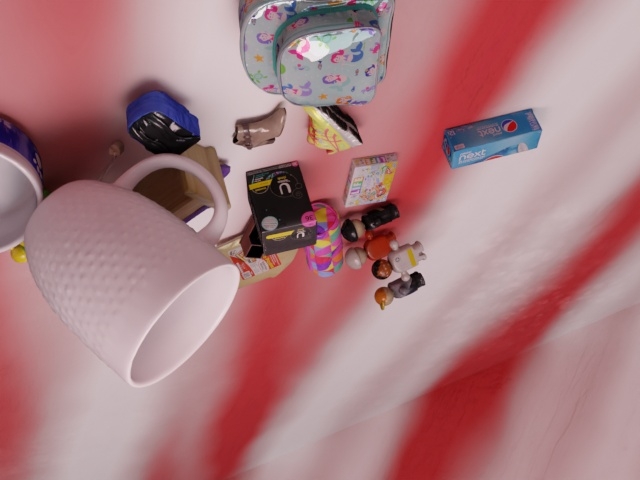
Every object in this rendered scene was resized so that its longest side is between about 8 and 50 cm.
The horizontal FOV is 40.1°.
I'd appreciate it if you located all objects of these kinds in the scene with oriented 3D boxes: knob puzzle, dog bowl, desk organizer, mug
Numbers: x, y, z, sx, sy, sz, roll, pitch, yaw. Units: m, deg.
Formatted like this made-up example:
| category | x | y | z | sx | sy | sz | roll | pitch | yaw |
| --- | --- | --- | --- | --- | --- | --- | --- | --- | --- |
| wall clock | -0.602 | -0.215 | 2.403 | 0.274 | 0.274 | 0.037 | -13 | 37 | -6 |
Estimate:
| category | x | y | z | sx | sy | sz | roll | pitch | yaw |
| --- | --- | --- | --- | --- | --- | --- | --- | --- | --- |
| knob puzzle | -0.142 | 0.025 | 2.135 | 0.213 | 0.030 | 0.213 | -12 | 138 | -11 |
| dog bowl | -0.625 | -0.098 | 1.544 | 0.264 | 0.104 | 0.265 | -9 | 136 | -8 |
| desk organizer | -0.140 | -0.020 | 2.024 | 0.047 | 0.050 | 0.130 | 6 | 132 | -29 |
| mug | -0.325 | 0.015 | 1.567 | 0.374 | 0.328 | 0.276 | -51 | 164 | -3 |

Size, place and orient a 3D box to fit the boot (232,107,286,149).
| category | x | y | z | sx | sy | sz | roll | pitch | yaw |
| --- | --- | --- | --- | --- | --- | --- | --- | --- | --- |
| boot | -0.124 | -0.221 | 1.733 | 0.087 | 0.042 | 0.118 | -1 | 146 | -23 |

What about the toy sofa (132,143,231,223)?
| category | x | y | z | sx | sy | sz | roll | pitch | yaw |
| --- | --- | --- | --- | --- | --- | --- | --- | --- | --- |
| toy sofa | -0.344 | -0.044 | 1.799 | 0.362 | 0.150 | 0.177 | -32 | 146 | 23 |

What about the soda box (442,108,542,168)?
| category | x | y | z | sx | sy | sz | roll | pitch | yaw |
| --- | --- | --- | --- | --- | --- | --- | --- | --- | --- |
| soda box | 0.385 | -0.228 | 1.972 | 0.210 | 0.067 | 0.071 | -14 | 150 | -6 |

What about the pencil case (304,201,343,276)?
| category | x | y | z | sx | sy | sz | roll | pitch | yaw |
| --- | --- | --- | --- | --- | --- | --- | --- | --- | --- |
| pencil case | 0.000 | 0.000 | 2.110 | 0.104 | 0.104 | 0.236 | -17 | 151 | -2 |

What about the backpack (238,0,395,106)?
| category | x | y | z | sx | sy | sz | roll | pitch | yaw |
| --- | --- | --- | --- | --- | --- | --- | --- | --- | --- |
| backpack | -0.011 | -0.337 | 1.449 | 0.253 | 0.191 | 0.225 | 2 | 144 | -3 |

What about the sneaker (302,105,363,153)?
| category | x | y | z | sx | sy | sz | roll | pitch | yaw |
| --- | --- | --- | --- | --- | --- | --- | --- | --- | --- |
| sneaker | 0.006 | -0.225 | 1.758 | 0.094 | 0.081 | 0.208 | -25 | 150 | 17 |

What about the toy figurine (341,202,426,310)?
| category | x | y | z | sx | sy | sz | roll | pitch | yaw |
| --- | --- | --- | --- | --- | --- | --- | --- | --- | --- |
| toy figurine | 0.151 | 0.040 | 2.145 | 0.148 | 0.209 | 0.213 | -24 | 151 | -11 |

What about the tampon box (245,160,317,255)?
| category | x | y | z | sx | sy | sz | roll | pitch | yaw |
| --- | --- | --- | --- | --- | --- | --- | --- | --- | --- |
| tampon box | -0.085 | -0.068 | 1.887 | 0.120 | 0.161 | 0.101 | -14 | 150 | -9 |

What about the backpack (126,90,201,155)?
| category | x | y | z | sx | sy | sz | roll | pitch | yaw |
| --- | --- | --- | --- | --- | --- | --- | --- | --- | --- |
| backpack | -0.294 | -0.215 | 1.589 | 0.098 | 0.101 | 0.120 | -34 | 143 | 23 |

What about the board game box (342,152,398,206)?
| category | x | y | z | sx | sy | sz | roll | pitch | yaw |
| --- | --- | --- | --- | --- | --- | --- | --- | --- | --- |
| board game box | 0.113 | -0.137 | 2.015 | 0.103 | 0.026 | 0.154 | -10 | 149 | -14 |

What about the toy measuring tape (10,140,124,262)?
| category | x | y | z | sx | sy | sz | roll | pitch | yaw |
| --- | --- | --- | --- | --- | --- | --- | --- | --- | --- |
| toy measuring tape | -0.516 | -0.089 | 1.702 | 0.330 | 0.121 | 0.121 | -49 | 141 | 17 |
